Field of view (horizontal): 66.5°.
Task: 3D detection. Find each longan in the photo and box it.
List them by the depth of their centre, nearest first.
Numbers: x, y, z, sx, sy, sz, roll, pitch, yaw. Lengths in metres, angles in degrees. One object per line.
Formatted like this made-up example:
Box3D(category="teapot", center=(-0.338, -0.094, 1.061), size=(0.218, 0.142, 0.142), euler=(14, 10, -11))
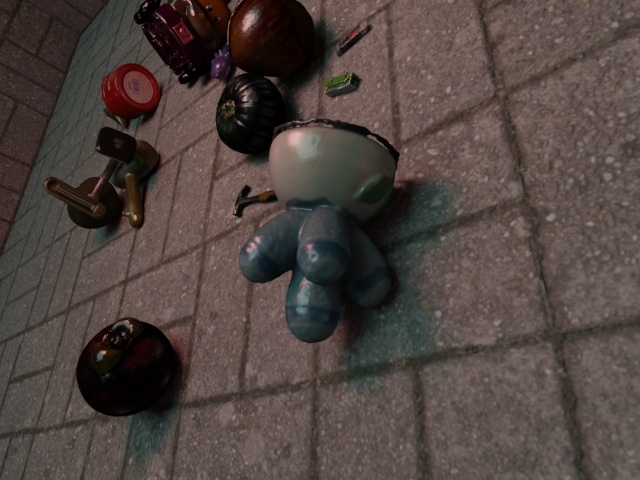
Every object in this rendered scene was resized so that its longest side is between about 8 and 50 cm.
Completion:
Box3D(category="longan", center=(-0.788, -0.128, 1.708), size=(0.189, 0.189, 0.189), euler=(-23, 54, 35))

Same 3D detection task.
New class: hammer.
Box3D(category="hammer", center=(-0.133, -0.105, 1.139), size=(0.200, 0.021, 0.078), euler=(-6, 64, 43))
Box3D(category="hammer", center=(-0.628, -0.174, 1.634), size=(0.201, 0.113, 0.306), euler=(-32, 57, 33))

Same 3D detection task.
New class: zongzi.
Box3D(category="zongzi", center=(-0.826, -0.568, 2.063), size=(0.176, 0.078, 0.160), euler=(33, 93, 39))

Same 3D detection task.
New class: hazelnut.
Box3D(category="hazelnut", center=(-0.117, -0.495, 1.203), size=(0.217, 0.234, 0.218), euler=(6, 106, 22))

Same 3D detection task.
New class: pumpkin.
Box3D(category="pumpkin", center=(-0.178, -0.311, 1.198), size=(0.201, 0.140, 0.202), euler=(-3, 86, 43))

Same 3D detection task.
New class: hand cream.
Box3D(category="hand cream", center=(-0.725, -0.570, 1.868), size=(0.125, 0.193, 0.193), euler=(-9, 62, 39))

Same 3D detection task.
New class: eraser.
Box3D(category="eraser", center=(0.072, -0.470, 1.134), size=(0.099, 0.019, 0.027), euler=(-31, 49, 29))

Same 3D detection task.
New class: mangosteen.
Box3D(category="mangosteen", center=(-0.438, 0.282, 1.088), size=(0.216, 0.216, 0.216), euler=(-23, 54, 35))

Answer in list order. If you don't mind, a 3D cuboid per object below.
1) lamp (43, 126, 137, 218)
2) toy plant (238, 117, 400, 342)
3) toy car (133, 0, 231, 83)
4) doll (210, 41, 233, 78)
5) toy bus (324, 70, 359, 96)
Box3D(category="lamp", center=(-0.732, -0.234, 1.549), size=(0.283, 0.203, 0.125), euler=(-51, 35, 24))
Box3D(category="toy plant", center=(0.000, 0.000, 0.801), size=(0.247, 0.247, 0.333), euler=(-7, 66, 43))
Box3D(category="toy car", center=(-0.441, -0.705, 1.630), size=(0.240, 0.271, 0.340), euler=(-44, 29, -16))
Box3D(category="doll", center=(-0.306, -0.574, 1.546), size=(0.110, 0.067, 0.206), euler=(-41, 32, 42))
Box3D(category="toy bus", center=(0.046, -0.348, 1.085), size=(0.083, 0.031, 0.037), euler=(0, 76, 46))
